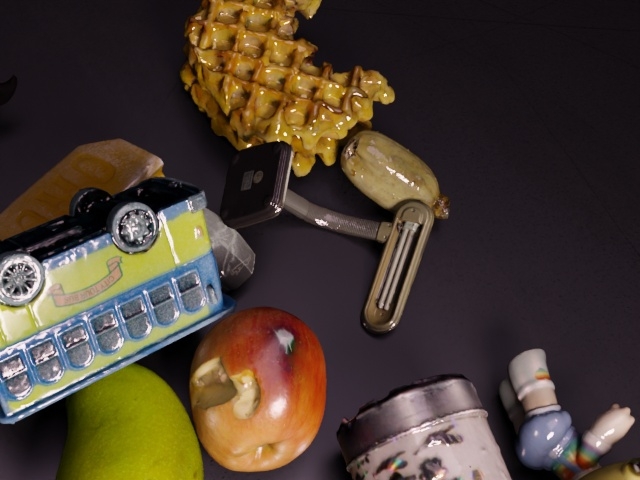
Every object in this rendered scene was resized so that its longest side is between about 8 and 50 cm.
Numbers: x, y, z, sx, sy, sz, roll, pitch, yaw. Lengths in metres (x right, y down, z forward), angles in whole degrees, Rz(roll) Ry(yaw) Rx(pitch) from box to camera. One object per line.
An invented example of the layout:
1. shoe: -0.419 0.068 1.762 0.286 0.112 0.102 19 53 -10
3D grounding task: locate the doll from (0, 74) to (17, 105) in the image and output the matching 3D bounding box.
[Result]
1. doll: -0.535 -0.173 1.315 0.182 0.117 0.257 21 58 -1

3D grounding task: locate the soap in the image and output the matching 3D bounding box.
1. soap: -0.322 -0.035 1.271 0.140 0.073 0.232 27 61 30

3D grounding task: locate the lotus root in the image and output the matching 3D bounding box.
1. lotus root: 0.113 -0.090 1.421 0.183 0.090 0.077 32 31 -9

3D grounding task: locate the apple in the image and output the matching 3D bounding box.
1. apple: -0.076 0.183 1.166 0.199 0.199 0.199 6 58 -9

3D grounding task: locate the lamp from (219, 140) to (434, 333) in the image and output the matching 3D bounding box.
1. lamp: -0.002 0.002 1.331 0.283 0.124 0.203 23 64 -25

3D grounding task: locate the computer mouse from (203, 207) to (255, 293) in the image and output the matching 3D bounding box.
1. computer mouse: -0.195 -0.007 1.316 0.231 0.071 0.126 27 57 5

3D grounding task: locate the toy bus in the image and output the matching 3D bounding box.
1. toy bus: -0.274 0.055 1.127 0.312 0.190 0.152 -26 24 -29

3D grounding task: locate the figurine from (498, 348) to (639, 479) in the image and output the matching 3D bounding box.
1. figurine: 0.314 0.322 1.184 0.205 0.225 0.382 -9 35 -20

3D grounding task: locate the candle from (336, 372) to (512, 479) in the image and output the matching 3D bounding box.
1. candle: 0.144 0.326 1.125 0.187 0.187 0.330 -11 65 -19

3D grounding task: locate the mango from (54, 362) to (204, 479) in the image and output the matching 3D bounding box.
1. mango: -0.223 0.264 1.110 0.175 0.143 0.293 -13 51 -5

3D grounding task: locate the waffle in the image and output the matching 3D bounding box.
1. waffle: -0.065 -0.260 1.458 0.261 0.151 0.324 -21 65 -27
